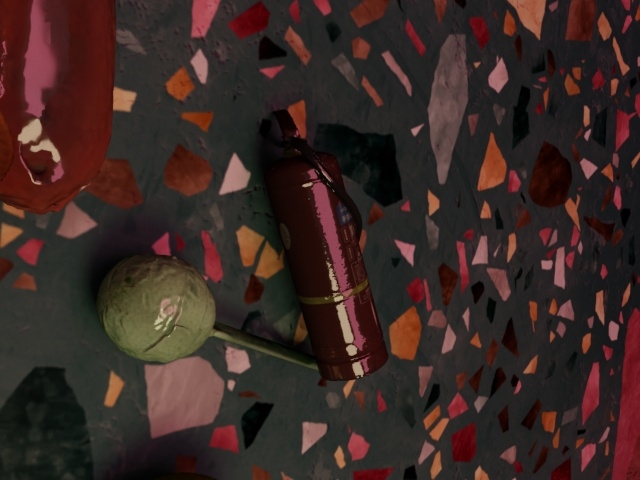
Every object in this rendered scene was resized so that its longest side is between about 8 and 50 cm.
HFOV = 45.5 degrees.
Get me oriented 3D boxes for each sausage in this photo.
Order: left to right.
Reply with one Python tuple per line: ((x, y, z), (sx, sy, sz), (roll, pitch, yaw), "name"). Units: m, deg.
((-0.258, -0.162, 0.676), (0.152, 0.152, 0.279), (0, 96, -45), "sausage")

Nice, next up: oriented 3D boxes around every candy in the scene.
((-0.088, 0.124, 0.935), (0.440, 0.119, 0.119), (31, 74, -50), "candy")

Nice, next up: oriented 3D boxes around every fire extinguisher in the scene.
((0.000, 0.000, 0.971), (0.105, 0.141, 0.341), (-18, 102, -14), "fire extinguisher")

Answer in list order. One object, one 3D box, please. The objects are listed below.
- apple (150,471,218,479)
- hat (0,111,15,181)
((-0.161, 0.352, 0.846), (0.196, 0.157, 0.196), (-8, 102, -43), "apple")
((-0.397, -0.061, 0.541), (0.233, 0.233, 0.244), (-40, 150, 20), "hat")
